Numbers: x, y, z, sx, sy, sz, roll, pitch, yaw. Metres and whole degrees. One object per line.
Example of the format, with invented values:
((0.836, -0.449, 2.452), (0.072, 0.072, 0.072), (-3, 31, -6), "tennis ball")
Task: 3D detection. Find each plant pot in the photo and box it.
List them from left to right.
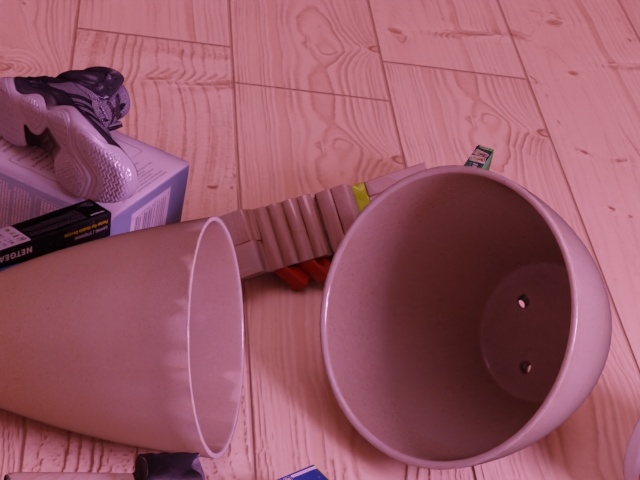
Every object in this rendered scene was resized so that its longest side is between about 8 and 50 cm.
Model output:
((-0.241, 0.104, 1.728), (0.274, 0.256, 0.256), (-1, 31, 10), "plant pot")

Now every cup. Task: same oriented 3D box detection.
((0.200, 0.095, 1.830), (0.331, 0.331, 0.237), (38, 16, 35), "cup")

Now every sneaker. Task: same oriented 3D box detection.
((-0.280, -0.143, 1.984), (0.153, 0.101, 0.268), (-24, 44, -39), "sneaker")

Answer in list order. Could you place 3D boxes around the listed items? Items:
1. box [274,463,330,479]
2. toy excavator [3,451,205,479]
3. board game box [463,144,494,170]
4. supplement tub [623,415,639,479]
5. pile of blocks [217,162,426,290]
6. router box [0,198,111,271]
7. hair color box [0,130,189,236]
((0.018, 0.305, 1.641), (0.059, 0.054, 0.169), (-16, 42, -36), "box")
((-0.176, 0.417, 1.164), (0.222, 0.445, 0.433), (1, 13, -14), "toy excavator")
((0.166, -0.014, 2.109), (0.030, 0.136, 0.259), (18, 32, 15), "board game box")
((0.484, 0.258, 1.734), (0.272, 0.191, 0.191), (33, 38, 31), "supplement tub")
((0.000, 0.000, 2.089), (0.362, 0.149, 0.112), (-14, 83, -21), "pile of blocks")
((-0.327, 0.040, 1.867), (0.046, 0.133, 0.179), (30, 37, 35), "router box")
((-0.379, -0.089, 2.073), (0.374, 0.113, 0.185), (24, 34, 18), "hair color box")
